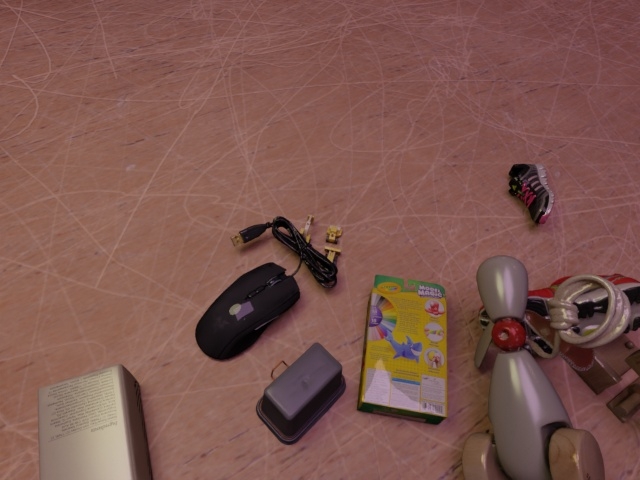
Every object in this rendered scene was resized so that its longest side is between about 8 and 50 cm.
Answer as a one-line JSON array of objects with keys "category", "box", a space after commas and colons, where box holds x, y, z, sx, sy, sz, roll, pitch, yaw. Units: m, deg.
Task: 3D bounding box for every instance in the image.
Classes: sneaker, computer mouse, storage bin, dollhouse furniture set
[{"category": "sneaker", "box": [0.404, 0.115, 0.761, 0.279, 0.107, 0.118, -8, 17, 5]}, {"category": "sneaker", "box": [0.428, -0.101, 0.925, 0.075, 0.063, 0.170, 10, 50, 2]}, {"category": "computer mouse", "box": [-0.116, 0.060, 0.750, 0.262, 0.060, 0.184, -34, 68, -17]}, {"category": "storage bin", "box": [-0.030, 0.210, 0.653, 0.098, 0.091, 0.135, 41, 61, 21]}, {"category": "dollhouse furniture set", "box": [0.511, 0.195, 0.671, 0.123, 0.151, 0.144, -25, 63, -20]}]

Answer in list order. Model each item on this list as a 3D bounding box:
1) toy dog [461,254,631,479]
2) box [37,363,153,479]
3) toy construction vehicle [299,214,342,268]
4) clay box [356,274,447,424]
[{"category": "toy dog", "box": [0.305, 0.201, 0.637, 0.220, 0.161, 0.333, 10, 81, 47]}, {"category": "box", "box": [-0.275, 0.309, 0.562, 0.113, 0.094, 0.275, -14, 58, -14]}, {"category": "toy construction vehicle", "box": [0.000, 0.000, 0.834, 0.086, 0.035, 0.098, 16, 56, 6]}, {"category": "clay box", "box": [0.135, 0.166, 0.719, 0.127, 0.053, 0.222, 10, 54, 2]}]
